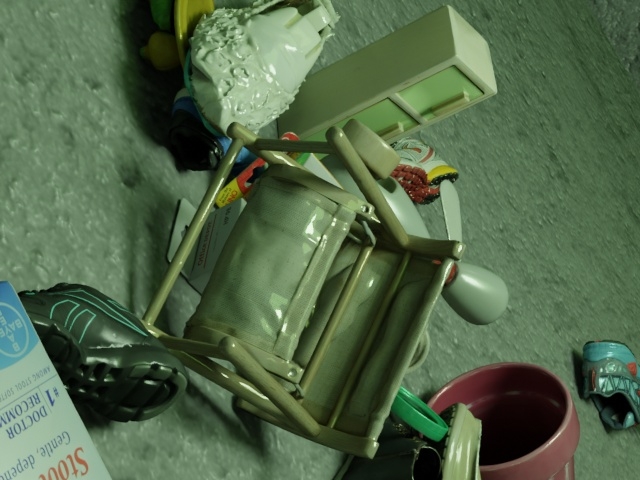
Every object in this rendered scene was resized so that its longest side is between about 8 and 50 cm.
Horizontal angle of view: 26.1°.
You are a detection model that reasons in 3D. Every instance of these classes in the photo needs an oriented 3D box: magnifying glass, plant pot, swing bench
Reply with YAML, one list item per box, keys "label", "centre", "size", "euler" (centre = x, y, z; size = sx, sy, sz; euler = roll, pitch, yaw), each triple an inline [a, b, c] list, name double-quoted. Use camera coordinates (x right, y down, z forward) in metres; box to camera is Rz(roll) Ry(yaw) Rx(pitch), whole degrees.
- label: "magnifying glass"
  centre: [0.051, 0.156, 1.602]
  size: [0.231, 0.026, 0.092]
  euler: [39, 5, 1]
- label: "plant pot"
  centre: [0.247, 0.287, 1.783]
  size: [0.201, 0.201, 0.180]
  euler: [-73, 147, -52]
- label: "swing bench"
  centre: [-0.016, 0.051, 1.423]
  size: [0.255, 0.165, 0.253]
  euler: [41, 67, -40]

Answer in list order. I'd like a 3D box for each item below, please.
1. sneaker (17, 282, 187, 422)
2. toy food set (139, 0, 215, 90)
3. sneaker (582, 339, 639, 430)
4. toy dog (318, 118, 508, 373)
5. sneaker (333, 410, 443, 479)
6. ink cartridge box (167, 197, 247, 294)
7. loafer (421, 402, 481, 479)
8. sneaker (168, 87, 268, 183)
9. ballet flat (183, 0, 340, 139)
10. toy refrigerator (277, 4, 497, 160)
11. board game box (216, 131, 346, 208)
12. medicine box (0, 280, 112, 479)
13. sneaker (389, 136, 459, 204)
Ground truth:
- label: "sneaker"
  centre: [-0.237, 0.089, 1.213]
  size: [0.267, 0.101, 0.106]
  euler: [26, 25, -49]
- label: "toy food set"
  centre: [-0.172, -0.265, 1.623]
  size: [0.128, 0.071, 0.218]
  euler: [71, 17, -48]
- label: "sneaker"
  centre: [0.522, 0.279, 2.382]
  size: [0.262, 0.104, 0.125]
  euler: [38, 55, -35]
- label: "toy dog"
  centre: [0.084, -0.014, 1.763]
  size: [0.333, 0.220, 0.161]
  euler: [61, -5, -25]
- label: "sneaker"
  centre: [0.099, 0.248, 1.614]
  size: [0.083, 0.118, 0.222]
  euler: [57, 29, -16]
- label: "ink cartridge box"
  centre: [-0.084, 0.030, 1.531]
  size: [0.180, 0.060, 0.104]
  euler: [46, 34, -33]
- label: "loafer"
  centre: [0.156, 0.325, 1.621]
  size: [0.092, 0.102, 0.268]
  euler: [18, 68, -17]
- label: "sneaker"
  centre: [-0.119, -0.097, 1.578]
  size: [0.152, 0.058, 0.084]
  euler: [50, 35, -35]
- label: "ballet flat"
  centre: [-0.056, -0.238, 1.643]
  size: [0.147, 0.147, 0.409]
  euler: [58, 18, -14]
- label: "toy refrigerator"
  centre: [0.081, -0.185, 1.766]
  size: [0.102, 0.269, 0.094]
  euler: [34, 40, -46]
- label: "board game box"
  centre: [0.000, 0.000, 1.628]
  size: [0.259, 0.124, 0.039]
  euler: [47, 2, -26]
- label: "medicine box"
  centre: [-0.277, 0.211, 0.958]
  size: [0.289, 0.149, 0.263]
  euler: [63, 28, -4]
- label: "sneaker"
  centre: [0.107, -0.101, 1.968]
  size: [0.092, 0.088, 0.225]
  euler: [52, 23, 19]
